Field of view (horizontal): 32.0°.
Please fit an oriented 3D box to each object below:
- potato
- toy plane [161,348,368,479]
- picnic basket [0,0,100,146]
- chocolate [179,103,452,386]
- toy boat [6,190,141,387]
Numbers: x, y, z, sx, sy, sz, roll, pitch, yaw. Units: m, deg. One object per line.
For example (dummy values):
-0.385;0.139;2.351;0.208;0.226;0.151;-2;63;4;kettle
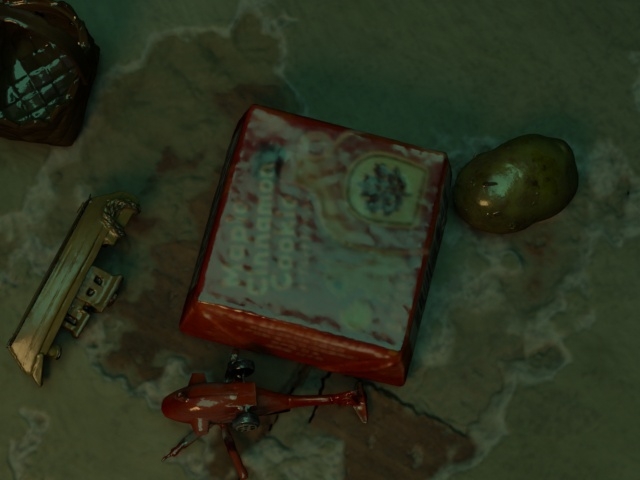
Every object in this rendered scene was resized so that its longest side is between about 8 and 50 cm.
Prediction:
0.201;-0.058;1.132;0.138;0.070;0.092;-23;93;-8;potato
-0.051;0.162;1.056;0.194;0.077;0.126;15;62;0;toy plane
-0.284;-0.174;1.072;0.128;0.178;0.138;11;75;0;picnic basket
0.000;0.000;1.086;0.234;0.108;0.237;15;76;2;chocolate
-0.233;0.045;1.083;0.072;0.064;0.206;28;77;-15;toy boat
